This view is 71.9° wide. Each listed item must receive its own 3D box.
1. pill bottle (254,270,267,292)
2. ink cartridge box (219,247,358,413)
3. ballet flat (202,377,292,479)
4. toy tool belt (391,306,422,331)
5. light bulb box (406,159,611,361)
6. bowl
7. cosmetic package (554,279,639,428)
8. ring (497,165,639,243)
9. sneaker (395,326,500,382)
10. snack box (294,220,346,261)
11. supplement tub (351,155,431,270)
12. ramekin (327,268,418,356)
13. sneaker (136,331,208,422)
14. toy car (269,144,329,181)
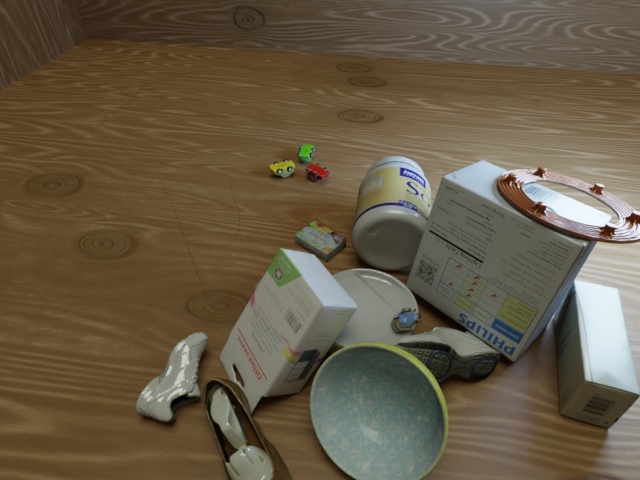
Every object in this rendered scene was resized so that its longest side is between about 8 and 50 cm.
[{"bbox_3d":[-0.118,0.110,1.289,0.087,0.087,0.160,17,45,17],"label":"pill bottle"},{"bbox_3d":[-0.091,0.223,1.059,0.119,0.353,0.207,12,28,-44],"label":"ink cartridge box"},{"bbox_3d":[-0.165,0.420,0.914,0.116,0.124,0.342,-32,50,-8],"label":"ballet flat"},{"bbox_3d":[0.209,0.184,1.048,0.083,0.051,0.052,-15,44,-18],"label":"toy tool belt"},{"bbox_3d":[0.463,0.040,1.150,0.225,0.361,0.358,-23,46,-40],"label":"light bulb box"},{"bbox_3d":[0.139,0.349,0.945,0.289,0.289,0.156,25,11,25],"label":"bowl"},{"bbox_3d":[0.657,0.266,1.072,0.113,0.160,0.309,12,42,13],"label":"cosmetic package"},{"bbox_3d":[0.588,-0.098,1.035,0.336,0.032,0.336,7,33,-5],"label":"ring"},{"bbox_3d":[0.294,0.269,1.077,0.297,0.111,0.129,14,20,-29],"label":"sneaker"},{"bbox_3d":[0.000,0.000,1.449,0.141,0.037,0.100,30,51,29],"label":"snack box"},{"bbox_3d":[0.232,-0.095,1.405,0.241,0.241,0.331,6,43,6],"label":"supplement tub"},{"bbox_3d":[0.112,0.210,1.152,0.273,0.127,0.273,0,42,0],"label":"ramekin"},{"bbox_3d":[-0.323,0.331,1.058,0.115,0.090,0.232,22,55,13],"label":"sneaker"},{"bbox_3d":[-0.069,-0.313,1.784,0.239,0.053,0.225,8,42,7],"label":"toy car"}]
